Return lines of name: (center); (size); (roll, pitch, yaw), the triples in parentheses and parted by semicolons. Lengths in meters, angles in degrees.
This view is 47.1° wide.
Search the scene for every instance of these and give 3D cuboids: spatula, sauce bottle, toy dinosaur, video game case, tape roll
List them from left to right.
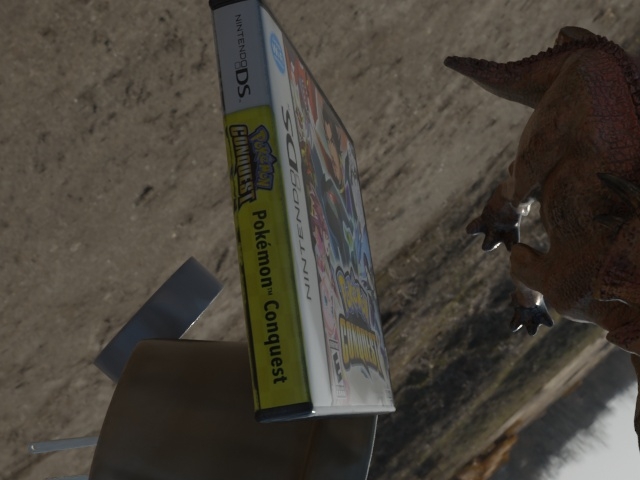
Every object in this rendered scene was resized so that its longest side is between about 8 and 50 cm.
spatula: (-0.319, 0.359, 1.101); (0.242, 0.168, 0.019); (-10, -178, 9)
tape roll: (-0.246, 0.127, 1.128); (0.219, 0.072, 0.219); (-48, -175, 6)
video game case: (0.000, 0.000, 0.526); (0.035, 0.248, 0.275); (-12, 165, 13)
sauce bottle: (0.245, -0.154, 0.756); (0.042, 0.042, 0.128); (-27, 143, -34)
toy dinosaur: (0.160, -0.031, 0.392); (0.127, 0.296, 0.200); (-15, 152, -1)

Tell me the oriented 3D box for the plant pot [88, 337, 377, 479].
plant pot: (-0.111, 0.247, 0.885); (0.323, 0.280, 0.323); (-163, -90, -86)
